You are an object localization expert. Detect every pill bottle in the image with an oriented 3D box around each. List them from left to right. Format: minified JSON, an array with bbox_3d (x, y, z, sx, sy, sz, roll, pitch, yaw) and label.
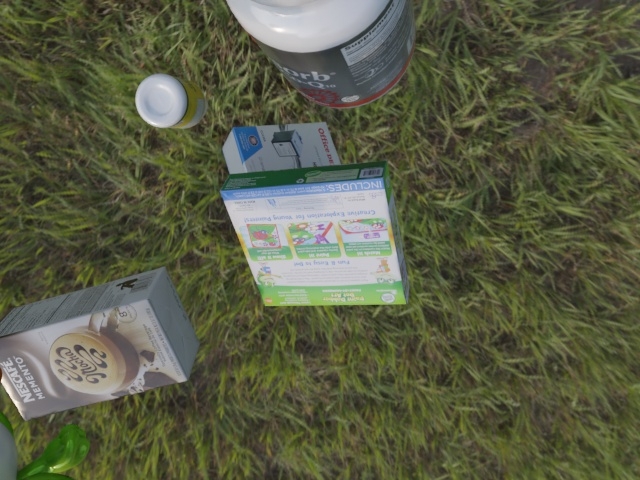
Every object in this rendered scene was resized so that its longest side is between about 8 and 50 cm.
[{"bbox_3d":[-0.296,-0.282,1.201,0.103,0.184,0.103,1,100,6],"label":"pill bottle"},{"bbox_3d":[0.002,-0.308,0.714,0.210,0.363,0.210,-1,86,13],"label":"pill bottle"}]

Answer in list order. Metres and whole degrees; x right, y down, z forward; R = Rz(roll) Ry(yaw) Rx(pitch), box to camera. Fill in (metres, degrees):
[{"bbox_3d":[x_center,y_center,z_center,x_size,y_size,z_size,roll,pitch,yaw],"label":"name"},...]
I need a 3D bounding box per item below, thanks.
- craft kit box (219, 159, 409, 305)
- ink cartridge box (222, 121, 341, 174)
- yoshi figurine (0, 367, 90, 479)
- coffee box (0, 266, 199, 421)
[{"bbox_3d":[0.000,0.000,0.916,0.250,0.061,0.246,-2,126,16],"label":"craft kit box"},{"bbox_3d":[-0.065,-0.135,1.069,0.191,0.139,0.082,-11,162,-27],"label":"ink cartridge box"},{"bbox_3d":[-0.354,0.257,0.640,0.204,0.362,0.203,-28,147,-33],"label":"yoshi figurine"},{"bbox_3d":[-0.381,0.175,0.989,0.297,0.119,0.168,-16,114,7],"label":"coffee box"}]
